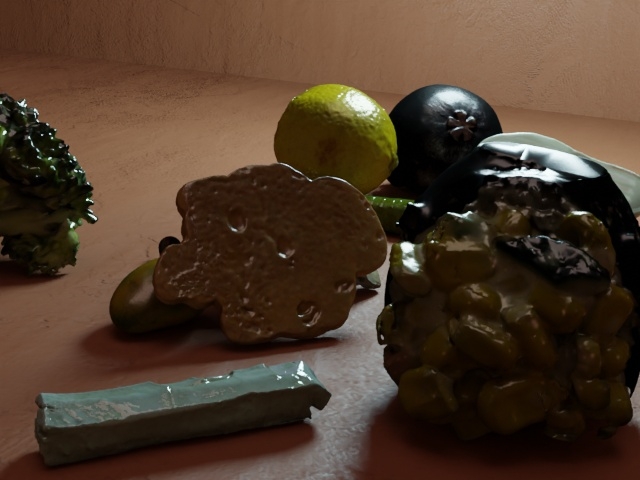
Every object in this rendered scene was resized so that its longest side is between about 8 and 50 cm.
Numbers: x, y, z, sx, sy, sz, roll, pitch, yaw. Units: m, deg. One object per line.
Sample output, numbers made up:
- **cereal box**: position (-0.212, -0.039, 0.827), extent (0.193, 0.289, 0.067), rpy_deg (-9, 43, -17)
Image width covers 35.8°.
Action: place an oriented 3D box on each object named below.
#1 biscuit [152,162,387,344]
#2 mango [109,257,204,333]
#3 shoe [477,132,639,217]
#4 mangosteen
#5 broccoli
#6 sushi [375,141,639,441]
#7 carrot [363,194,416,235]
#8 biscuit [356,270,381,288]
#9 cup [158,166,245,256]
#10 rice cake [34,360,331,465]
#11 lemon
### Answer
- **biscuit**: position (-0.069, 0.021, 1.413), extent (0.376, 0.269, 0.051), rpy_deg (-15, -18, -32)
- **mango**: position (-0.227, 0.075, 1.391), extent (0.163, 0.089, 0.111), rpy_deg (-15, 30, -33)
- **shoe**: position (0.476, -0.109, 2.030), extent (0.363, 0.132, 0.160), rpy_deg (16, -23, -1)
- **mangosteen**: position (0.263, -0.212, 2.242), extent (0.275, 0.275, 0.302), rpy_deg (0, -15, -15)
- **broccoli**: position (-0.548, -0.080, 1.556), extent (0.348, 0.293, 0.281), rpy_deg (1, 52, 26)
- **sushi**: position (0.229, 0.062, 1.173), extent (0.328, 0.328, 0.285), rpy_deg (15, 14, 16)
- **carrot**: position (0.073, -0.056, 1.940), extent (0.358, 0.074, 0.074), rpy_deg (7, 17, 19)
- **biscuit**: position (0.000, 0.000, 1.550), extent (0.265, 0.040, 0.188), rpy_deg (36, 32, -26)
- **cup**: position (-0.145, 0.007, 1.615), extent (0.166, 0.239, 0.177), rpy_deg (45, 22, -9)
- **rice cake**: position (-0.146, 0.186, 1.098), extent (0.336, 0.063, 0.066), rpy_deg (-4, 27, -29)
- **lemon**: position (0.030, -0.206, 2.102), extent (0.267, 0.267, 0.267), rpy_deg (4, 17, -1)
